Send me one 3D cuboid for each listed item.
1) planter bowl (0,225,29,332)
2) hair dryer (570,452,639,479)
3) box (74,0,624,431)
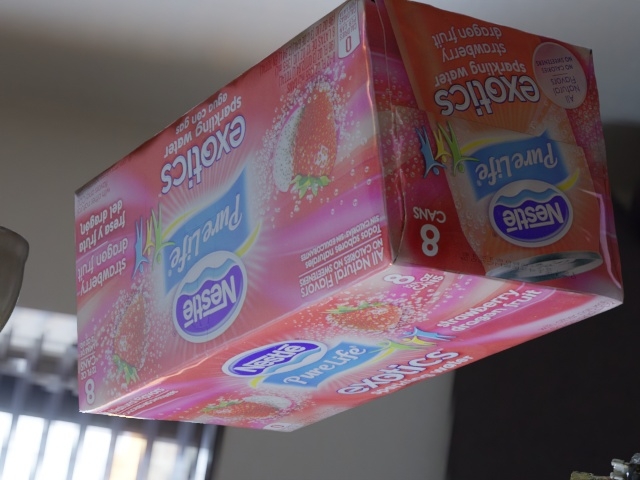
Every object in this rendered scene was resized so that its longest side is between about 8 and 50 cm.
[{"bbox_3d":[-0.321,0.051,1.359,0.162,0.162,0.109,82,-171,-74],"label":"planter bowl"},{"bbox_3d":[0.172,0.264,1.301,0.293,0.223,0.080,-55,-51,-71],"label":"hair dryer"},{"bbox_3d":[0.000,0.000,0.901,0.300,0.154,0.142,-27,60,49],"label":"box"}]
